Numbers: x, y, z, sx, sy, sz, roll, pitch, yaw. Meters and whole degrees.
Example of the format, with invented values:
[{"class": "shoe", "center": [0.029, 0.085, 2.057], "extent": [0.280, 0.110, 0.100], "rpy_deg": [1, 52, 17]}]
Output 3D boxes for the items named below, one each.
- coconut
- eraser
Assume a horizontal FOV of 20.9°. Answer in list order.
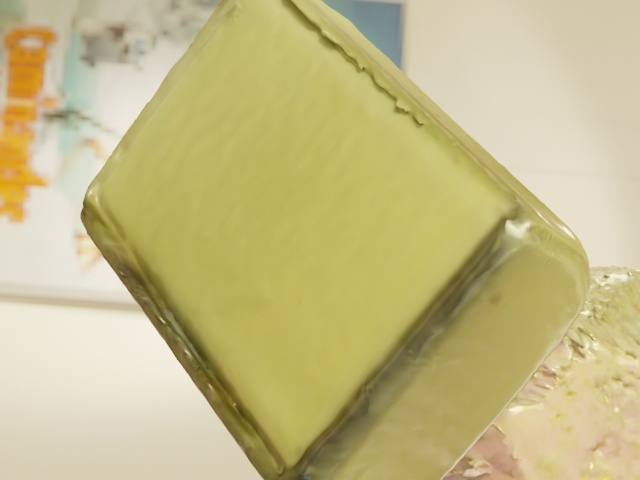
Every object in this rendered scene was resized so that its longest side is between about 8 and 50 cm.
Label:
[{"class": "coconut", "center": [0.114, 0.117, 0.843], "extent": [0.245, 0.233, 0.233], "rpy_deg": [166, -71, -71]}, {"class": "eraser", "center": [0.000, 0.000, 0.573], "extent": [0.117, 0.058, 0.172], "rpy_deg": [-51, -134, 9]}]
